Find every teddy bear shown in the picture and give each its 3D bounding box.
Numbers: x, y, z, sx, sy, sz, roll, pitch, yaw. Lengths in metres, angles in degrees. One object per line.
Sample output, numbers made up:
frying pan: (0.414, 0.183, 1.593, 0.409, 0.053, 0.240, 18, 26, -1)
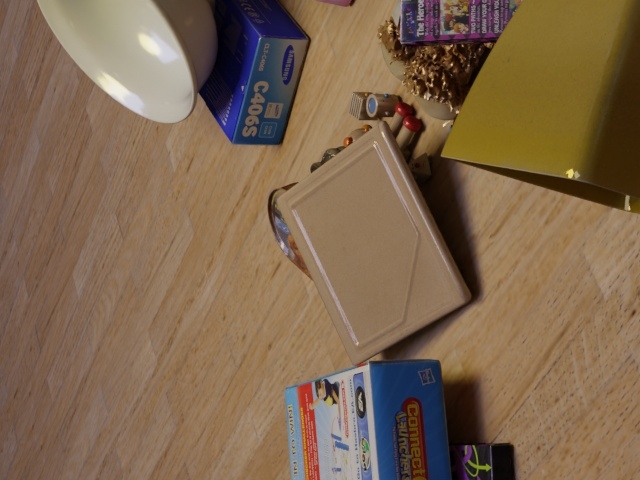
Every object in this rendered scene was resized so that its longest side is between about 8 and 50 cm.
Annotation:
teddy bear: (0.140, -0.285, 1.671, 0.245, 0.113, 0.338, -137, 45, -64)

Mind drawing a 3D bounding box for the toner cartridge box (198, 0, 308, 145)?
toner cartridge box: (-0.131, -0.288, 2.207, 0.348, 0.075, 0.165, 56, 138, 48)

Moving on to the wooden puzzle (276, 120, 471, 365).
wooden puzzle: (0.061, 0.006, 1.803, 0.239, 0.044, 0.221, -36, 76, 50)

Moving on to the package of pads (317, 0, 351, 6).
package of pads: (0.026, -0.322, 1.928, 0.083, 0.050, 0.032, 124, 143, -48)

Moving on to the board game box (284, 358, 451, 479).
board game box: (0.054, 0.301, 1.790, 0.302, 0.086, 0.308, 152, 115, -69)

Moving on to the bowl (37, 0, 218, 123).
bowl: (-0.236, -0.312, 2.121, 0.298, 0.134, 0.298, 33, 152, 20)

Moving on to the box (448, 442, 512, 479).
box: (0.153, 0.276, 1.704, 0.162, 0.029, 0.116, 163, 105, -64)

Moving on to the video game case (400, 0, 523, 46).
video game case: (0.179, -0.302, 1.498, 0.210, 0.042, 0.232, -1, 90, 18)

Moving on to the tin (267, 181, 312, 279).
tin: (0.000, 0.000, 1.943, 0.190, 0.040, 0.106, 42, 148, 40)

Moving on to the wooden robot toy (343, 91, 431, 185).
wooden robot toy: (0.062, -0.124, 1.827, 0.173, 0.079, 0.076, 62, 142, 42)

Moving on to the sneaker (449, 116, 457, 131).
sneaker: (0.197, -0.134, 1.596, 0.188, 0.067, 0.078, -26, 50, 61)

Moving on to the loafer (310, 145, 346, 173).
loafer: (0.023, -0.080, 1.939, 0.148, 0.050, 0.056, 143, 115, -76)

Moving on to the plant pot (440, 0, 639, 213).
plant pot: (0.260, -0.125, 1.323, 0.212, 0.212, 0.187, 18, 94, 62)
